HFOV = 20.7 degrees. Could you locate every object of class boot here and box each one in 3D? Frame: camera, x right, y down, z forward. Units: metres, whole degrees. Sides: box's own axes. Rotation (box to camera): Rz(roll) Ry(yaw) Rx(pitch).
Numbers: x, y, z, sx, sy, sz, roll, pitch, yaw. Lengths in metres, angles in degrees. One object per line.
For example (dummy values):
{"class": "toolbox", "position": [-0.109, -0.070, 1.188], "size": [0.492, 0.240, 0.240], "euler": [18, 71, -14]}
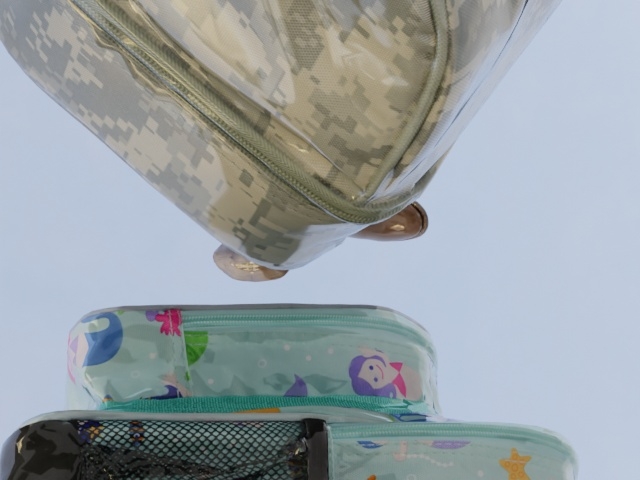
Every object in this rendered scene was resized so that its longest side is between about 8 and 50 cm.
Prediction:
{"class": "boot", "position": [0.000, 0.000, 1.128], "size": [0.114, 0.106, 0.037], "euler": [-34, -57, -53]}

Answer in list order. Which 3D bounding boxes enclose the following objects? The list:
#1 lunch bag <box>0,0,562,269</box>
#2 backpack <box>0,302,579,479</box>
{"class": "lunch bag", "position": [0.036, -0.171, 0.735], "size": [0.212, 0.256, 0.305], "euler": [43, -119, -9]}
{"class": "backpack", "position": [-0.011, 0.136, 0.766], "size": [0.253, 0.225, 0.191], "euler": [4, -116, -5]}
